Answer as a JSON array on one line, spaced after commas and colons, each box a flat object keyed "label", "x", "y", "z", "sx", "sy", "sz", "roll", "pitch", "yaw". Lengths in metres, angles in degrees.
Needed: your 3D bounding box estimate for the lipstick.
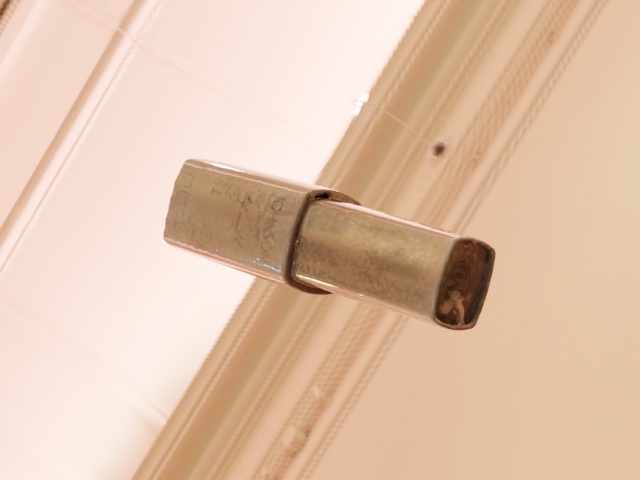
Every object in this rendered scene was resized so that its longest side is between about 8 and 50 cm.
[{"label": "lipstick", "x": 0.000, "y": 0.000, "z": 0.758, "sx": 0.077, "sy": 0.253, "sz": 0.079, "roll": 13, "pitch": -89, "yaw": -50}]
